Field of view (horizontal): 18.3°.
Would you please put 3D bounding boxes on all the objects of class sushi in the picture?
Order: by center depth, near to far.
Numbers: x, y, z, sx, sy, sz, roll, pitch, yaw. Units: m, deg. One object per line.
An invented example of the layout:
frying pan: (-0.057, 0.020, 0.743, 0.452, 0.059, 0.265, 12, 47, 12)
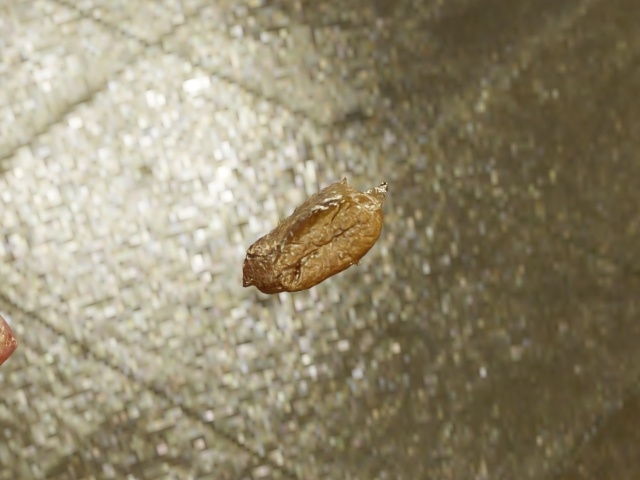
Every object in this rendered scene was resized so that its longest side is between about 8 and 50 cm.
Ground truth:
sushi: (-0.002, -0.003, 1.338, 0.118, 0.061, 0.060, -21, 20, -9)

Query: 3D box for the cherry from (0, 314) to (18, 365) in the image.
cherry: (-0.393, 0.091, 1.771, 0.249, 0.192, 0.175, 0, 75, 2)
